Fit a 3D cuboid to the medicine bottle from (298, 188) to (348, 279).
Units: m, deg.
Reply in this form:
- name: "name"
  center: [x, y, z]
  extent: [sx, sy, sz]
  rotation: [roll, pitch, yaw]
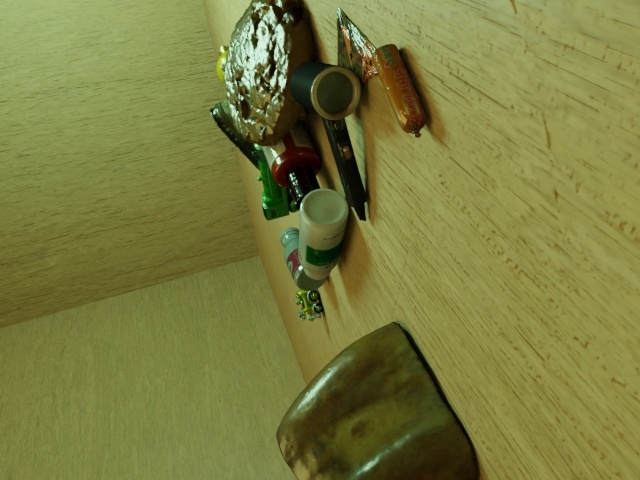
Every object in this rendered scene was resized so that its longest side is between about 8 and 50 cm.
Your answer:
- name: "medicine bottle"
  center: [0.000, 0.000, 0.914]
  extent: [0.260, 0.095, 0.095]
  rotation: [100, 152, -63]

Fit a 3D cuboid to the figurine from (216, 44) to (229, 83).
- name: "figurine"
  center: [-0.243, -0.501, 1.336]
  extent: [0.185, 0.128, 0.233]
  rotation: [154, 110, -73]

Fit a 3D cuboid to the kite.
- name: "kite"
  center: [0.038, -0.260, 0.610]
  extent: [0.222, 0.008, 0.125]
  rotation: [-177, 73, -77]

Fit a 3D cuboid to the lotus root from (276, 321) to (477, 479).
- name: "lotus root"
  center: [0.083, 0.335, 0.709]
  extent: [0.316, 0.250, 0.316]
  rotation: [58, 166, 23]

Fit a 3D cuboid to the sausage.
- name: "sausage"
  center: [0.085, -0.156, 0.467]
  extent: [0.031, 0.031, 0.107]
  rotation: [112, 142, -71]

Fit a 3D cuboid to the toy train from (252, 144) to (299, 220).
- name: "toy train"
  center: [-0.103, -0.162, 1.124]
  extent: [0.251, 0.119, 0.085]
  rotation: [85, 165, -47]

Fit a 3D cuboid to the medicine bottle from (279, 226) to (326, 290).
- name: "medicine bottle"
  center: [-0.056, 0.045, 1.238]
  extent: [0.216, 0.091, 0.090]
  rotation: [-121, 19, -53]

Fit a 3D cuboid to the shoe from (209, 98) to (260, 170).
- name: "shoe"
  center: [-0.156, -0.299, 1.224]
  extent: [0.293, 0.149, 0.109]
  rotation: [39, -156, -48]

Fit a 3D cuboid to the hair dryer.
- name: "hair dryer"
  center: [0.025, -0.142, 0.676]
  extent: [0.128, 0.070, 0.255]
  rotation: [-127, 16, -57]

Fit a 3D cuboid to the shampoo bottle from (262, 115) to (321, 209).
- name: "shampoo bottle"
  center: [-0.065, -0.187, 0.938]
  extent: [0.104, 0.105, 0.277]
  rotation: [95, 157, -60]

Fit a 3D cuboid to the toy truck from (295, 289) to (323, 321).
- name: "toy truck"
  center: [-0.038, 0.203, 1.398]
  extent: [0.076, 0.077, 0.111]
  rotation: [179, 75, -78]

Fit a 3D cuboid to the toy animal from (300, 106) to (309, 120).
- name: "toy animal"
  center: [-0.047, -0.285, 0.884]
  extent: [0.081, 0.061, 0.083]
  rotation: [-65, -23, -45]

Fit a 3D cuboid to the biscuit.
- name: "biscuit"
  center: [-0.113, -0.320, 0.839]
  extent: [0.296, 0.075, 0.295]
  rotation: [15, 108, 56]
